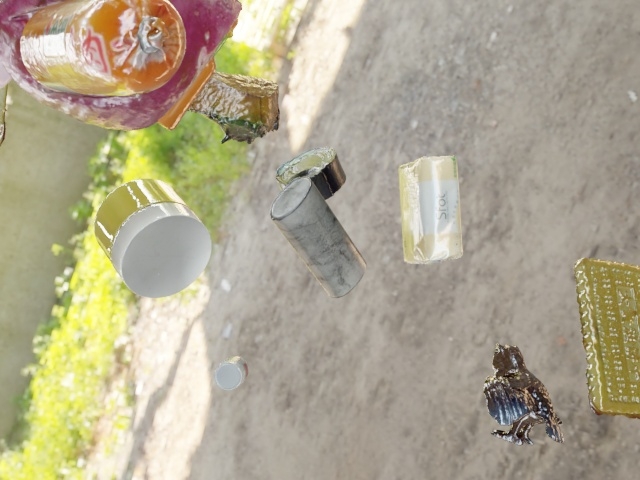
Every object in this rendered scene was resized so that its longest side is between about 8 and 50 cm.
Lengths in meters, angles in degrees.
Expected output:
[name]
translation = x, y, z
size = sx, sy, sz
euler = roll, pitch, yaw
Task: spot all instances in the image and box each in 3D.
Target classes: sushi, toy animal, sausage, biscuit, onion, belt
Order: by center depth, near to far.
[sausage]
translation = -0.192, -0.173, 0.853
size = 0.312, 0.093, 0.093
euler = 20, 91, 62
[onion]
translation = -0.237, -0.199, 1.085
size = 0.250, 0.247, 0.111
euler = -36, 55, 43
[biscuit]
translation = 0.486, 0.156, 1.544
size = 0.029, 0.172, 0.254
euler = -30, 57, 55
[toy animal]
translation = 0.359, 0.265, 1.680
size = 0.116, 0.218, 0.179
euler = -15, 70, 38
[belt]
translation = -0.023, -0.141, 2.153
size = 0.151, 0.078, 0.198
euler = -22, 22, 7
[sushi]
translation = -0.185, -0.289, 2.155
size = 0.149, 0.287, 0.140
euler = 51, 126, 30

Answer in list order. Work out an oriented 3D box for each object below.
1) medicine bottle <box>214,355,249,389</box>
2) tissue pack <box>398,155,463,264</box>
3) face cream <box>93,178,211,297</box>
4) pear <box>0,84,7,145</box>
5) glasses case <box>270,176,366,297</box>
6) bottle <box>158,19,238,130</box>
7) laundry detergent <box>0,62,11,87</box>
[medicine bottle]
translation = -0.180, 0.270, 1.971
size = 0.091, 0.058, 0.058
euler = -15, -56, -85
[tissue pack]
translation = 0.228, -0.061, 2.033
size = 0.186, 0.090, 0.222
euler = 178, 90, -76
[face cream]
translation = -0.382, -0.007, 2.191
size = 0.179, 0.218, 0.218
euler = 45, 116, 44
[pear]
translation = -0.755, -0.288, 1.750
size = 0.340, 0.191, 0.386
euler = -47, -33, -33
[glasses case]
translation = 0.000, 0.000, 1.976
size = 0.060, 0.299, 0.114
euler = 25, 70, 39
[bottle]
translation = -0.182, -0.246, 1.366
size = 0.187, 0.069, 0.069
euler = -52, 23, 0
[laundry detergent]
translation = -0.640, -0.352, 1.528
size = 0.159, 0.335, 0.088
euler = -35, 44, 36
